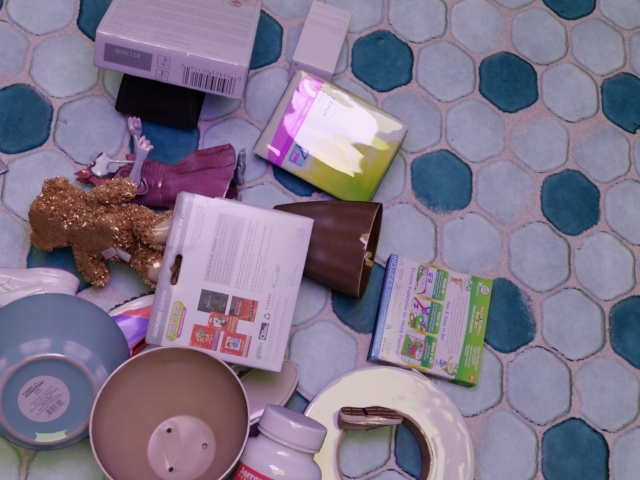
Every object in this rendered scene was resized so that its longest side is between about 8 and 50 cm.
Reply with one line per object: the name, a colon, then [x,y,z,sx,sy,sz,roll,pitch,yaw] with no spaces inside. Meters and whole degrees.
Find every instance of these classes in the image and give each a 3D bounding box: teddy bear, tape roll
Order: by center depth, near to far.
teddy bear: [-0.423,-0.020,1.703,0.337,0.245,0.113,1,28,20]
tape roll: [0.129,0.456,1.747,0.391,0.072,0.392,3,70,-9]

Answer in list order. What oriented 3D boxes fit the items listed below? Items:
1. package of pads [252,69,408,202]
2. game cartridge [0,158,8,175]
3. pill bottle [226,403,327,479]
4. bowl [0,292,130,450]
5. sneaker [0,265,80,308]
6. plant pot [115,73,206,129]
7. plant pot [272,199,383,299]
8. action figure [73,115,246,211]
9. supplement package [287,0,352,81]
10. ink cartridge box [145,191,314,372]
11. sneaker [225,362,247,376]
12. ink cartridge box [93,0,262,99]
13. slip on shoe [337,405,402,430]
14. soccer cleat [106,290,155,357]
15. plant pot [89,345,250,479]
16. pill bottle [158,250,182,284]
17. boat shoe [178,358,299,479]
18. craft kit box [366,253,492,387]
package of pads: [0.026,-0.232,1.907,0.296,0.101,0.229,29,93,-1]
game cartridge: [-0.734,-0.153,1.826,0.083,0.017,0.056,-36,77,-19]
pill bottle: [-0.102,0.486,1.594,0.176,0.176,0.319,21,88,-3]
bowl: [-0.510,0.269,1.574,0.311,0.163,0.312,-4,104,-16]
sneaker: [-0.651,0.124,1.694,0.305,0.114,0.152,2,70,-9]
plant pot: [-0.346,-0.391,1.873,0.188,0.167,0.188,12,54,-5]
plant pot: [0.000,0.000,1.824,0.230,0.215,0.215,12,69,10]
action figure: [-0.349,-0.118,1.829,0.370,0.248,0.276,0,111,0]
supplement package: [-0.003,-0.466,2.015,0.105,0.105,0.179,19,69,-4]
ink cartridge box: [-0.183,0.078,1.655,0.271,0.130,0.310,14,86,-11]
sneaker: [-0.158,0.220,1.758,0.211,0.080,0.081,-34,111,-21]
ink cartridge box: [-0.291,-0.463,1.805,0.308,0.091,0.385,12,38,-6]
slip on shoe: [0.101,0.370,1.714,0.135,0.051,0.041,5,110,-17]
soccer cleat: [-0.452,0.216,1.706,0.318,0.109,0.116,-24,77,-20]
plant pot: [-0.271,0.364,1.559,0.284,0.191,0.284,1,60,-2]
pill bottle: [-0.299,0.083,1.763,0.094,0.094,0.169,-34,72,-19]
boat shoe: [-0.168,0.382,1.720,0.112,0.095,0.335,35,64,16]
craft kit box: [0.247,0.178,1.872,0.246,0.061,0.250,15,70,-2]
